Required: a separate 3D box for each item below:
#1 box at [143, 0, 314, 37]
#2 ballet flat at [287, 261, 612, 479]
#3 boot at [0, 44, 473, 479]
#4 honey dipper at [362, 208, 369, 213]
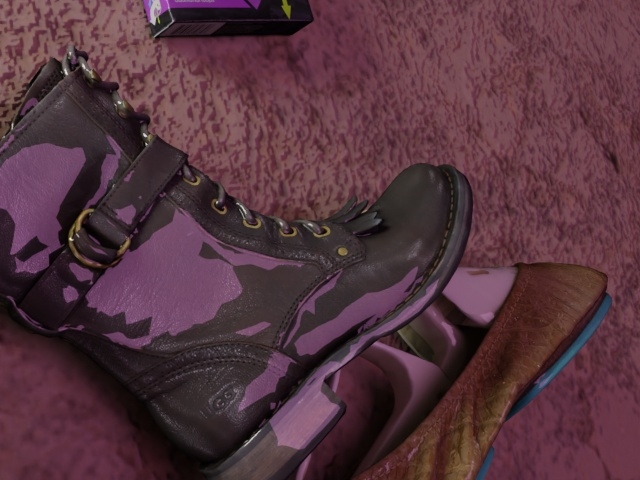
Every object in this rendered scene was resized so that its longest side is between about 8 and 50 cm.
[{"bbox_3d":[-0.074,-0.209,0.646,0.116,0.029,0.162,-13,83,-42],"label":"box"},{"bbox_3d":[0.068,0.092,0.632,0.124,0.116,0.342,43,54,2],"label":"ballet flat"},{"bbox_3d":[-0.056,-0.016,0.541,0.229,0.091,0.263,44,58,-8],"label":"boot"},{"bbox_3d":[0.000,0.000,0.640,0.161,0.030,0.030,-10,83,-41],"label":"honey dipper"}]
